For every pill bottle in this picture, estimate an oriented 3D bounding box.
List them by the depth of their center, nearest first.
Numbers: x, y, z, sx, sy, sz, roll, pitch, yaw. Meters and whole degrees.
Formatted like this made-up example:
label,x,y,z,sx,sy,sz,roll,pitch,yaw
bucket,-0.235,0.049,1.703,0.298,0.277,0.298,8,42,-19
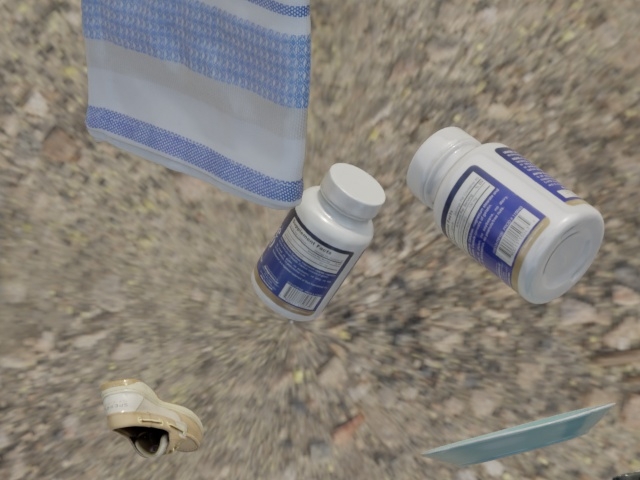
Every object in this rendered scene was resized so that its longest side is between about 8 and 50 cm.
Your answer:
label,x,y,z,sx,sy,sz,roll,pitch,yaw
pill bottle,0.000,0.000,1.180,0.067,0.067,0.120,34,119,1
pill bottle,0.178,-0.032,1.499,0.112,0.112,0.187,-47,57,-3

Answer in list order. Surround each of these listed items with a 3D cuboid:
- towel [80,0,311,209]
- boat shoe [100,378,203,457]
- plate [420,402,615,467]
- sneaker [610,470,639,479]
label,x,y,z,sx,sy,sz,roll,pitch,yaw
towel,-0.091,-0.171,1.022,0.209,0.034,0.285,23,125,33
boat shoe,-0.175,0.197,1.560,0.063,0.170,0.059,-15,60,22
plate,0.187,0.185,1.409,0.188,0.188,0.024,-14,83,-2
sneaker,0.163,0.230,0.845,0.086,0.085,0.237,-6,117,-41
